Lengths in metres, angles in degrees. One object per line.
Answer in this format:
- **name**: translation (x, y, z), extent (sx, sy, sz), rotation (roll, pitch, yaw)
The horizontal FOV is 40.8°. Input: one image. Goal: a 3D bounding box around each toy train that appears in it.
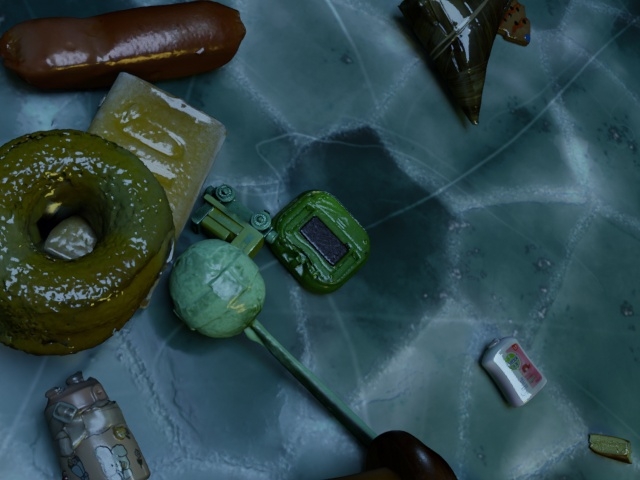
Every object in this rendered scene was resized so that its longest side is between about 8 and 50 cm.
- **toy train**: translation (-0.119, -0.023, 1.180), extent (0.122, 0.050, 0.081), rotation (34, 69, 10)

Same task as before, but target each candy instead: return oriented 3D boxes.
- **candy**: translation (-0.030, 0.174, 1.139), extent (0.440, 0.119, 0.119), rotation (47, 59, -12)

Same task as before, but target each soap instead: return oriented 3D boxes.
- **soap**: translation (-0.250, -0.066, 1.121), extent (0.173, 0.089, 0.274), rotation (26, 63, -13)

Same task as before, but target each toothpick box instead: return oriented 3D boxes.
- **toothpick box**: translation (0.032, 0.346, 1.037), extent (0.294, 0.192, 0.192), rotation (-11, 75, -22)

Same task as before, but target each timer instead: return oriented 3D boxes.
- **timer**: translation (0.000, 0.000, 1.233), extent (0.140, 0.047, 0.128), rotation (48, 60, 1)

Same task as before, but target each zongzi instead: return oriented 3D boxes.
- **zongzi**: translation (0.283, -0.347, 1.467), extent (0.247, 0.111, 0.241), rotation (-31, 96, -26)

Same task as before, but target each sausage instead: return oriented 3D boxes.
- **sausage**: translation (-0.266, -0.267, 1.191), extent (0.348, 0.094, 0.097), rotation (-16, 64, -27)

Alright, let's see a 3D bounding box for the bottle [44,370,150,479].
- **bottle**: translation (-0.268, 0.226, 0.996), extent (0.099, 0.099, 0.152), rotation (-22, 82, -30)

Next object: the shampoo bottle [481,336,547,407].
- **shampoo bottle**: translation (0.287, 0.191, 1.293), extent (0.072, 0.043, 0.099), rotation (-34, 87, -31)

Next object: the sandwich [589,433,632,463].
- **sandwich**: translation (0.457, 0.320, 1.322), extent (0.083, 0.044, 0.031), rotation (20, 68, -14)

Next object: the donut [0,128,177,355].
- **donut**: translation (-0.289, -0.012, 0.978), extent (0.272, 0.107, 0.272), rotation (8, 66, -20)

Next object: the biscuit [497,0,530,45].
- **biscuit**: translation (0.340, -0.409, 1.564), extent (0.119, 0.019, 0.130), rotation (-40, 90, -31)
